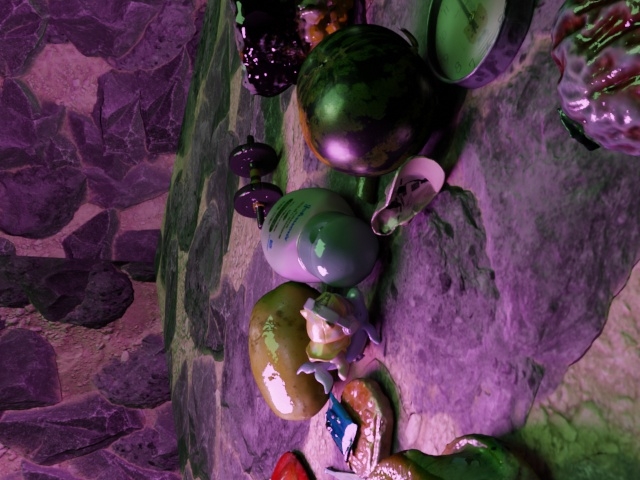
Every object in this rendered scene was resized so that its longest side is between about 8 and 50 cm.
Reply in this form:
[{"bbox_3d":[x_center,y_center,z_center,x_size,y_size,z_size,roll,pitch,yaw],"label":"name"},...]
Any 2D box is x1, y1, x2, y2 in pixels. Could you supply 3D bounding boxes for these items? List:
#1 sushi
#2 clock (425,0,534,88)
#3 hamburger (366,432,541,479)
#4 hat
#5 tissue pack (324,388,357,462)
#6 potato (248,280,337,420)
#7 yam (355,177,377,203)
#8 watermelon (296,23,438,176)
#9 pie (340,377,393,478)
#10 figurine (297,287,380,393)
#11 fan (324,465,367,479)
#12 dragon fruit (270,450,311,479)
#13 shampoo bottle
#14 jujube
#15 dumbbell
[{"bbox_3d":[-0.063,-0.513,1.497,0.328,0.285,0.328,87,173,-46],"label":"sushi"},{"bbox_3d":[0.243,-0.356,1.017,0.226,0.049,0.226,-177,90,-65],"label":"clock"},{"bbox_3d":[0.182,0.362,0.888,0.288,0.168,0.192,173,99,-66],"label":"hamburger"},{"bbox_3d":[0.142,-0.089,1.111,0.166,0.122,0.081,91,161,-59],"label":"hat"},{"bbox_3d":[0.035,0.372,1.295,0.138,0.028,0.085,-141,57,-61],"label":"tissue pack"},{"bbox_3d":[-0.060,0.239,1.423,0.216,0.216,0.304,159,116,-64],"label":"potato"},{"bbox_3d":[0.095,-0.124,1.325,0.043,0.043,0.094,-150,68,-64],"label":"yam"},{"bbox_3d":[0.080,-0.236,1.115,0.269,0.269,0.269,-176,90,-66],"label":"watermelon"},{"bbox_3d":[0.084,0.365,1.268,0.195,0.046,0.195,-176,90,-65],"label":"pie"},{"bbox_3d":[0.027,0.188,1.268,0.128,0.184,0.208,20,79,45],"label":"figurine"},{"bbox_3d":[0.054,0.498,1.354,0.193,0.016,0.038,161,114,-64],"label":"fan"},{"bbox_3d":[-0.069,0.690,1.513,0.282,0.100,0.343,-11,78,61],"label":"dragon fruit"},{"bbox_3d":[0.000,0.000,1.367,0.222,0.151,0.349,-53,26,-4],"label":"shampoo bottle"},{"bbox_3d":[0.349,-0.206,0.545,0.317,0.226,0.226,-45,46,45],"label":"jujube"},{"bbox_3d":[-0.186,-0.173,1.848,0.143,0.143,0.325,125,142,-50],"label":"dumbbell"}]
